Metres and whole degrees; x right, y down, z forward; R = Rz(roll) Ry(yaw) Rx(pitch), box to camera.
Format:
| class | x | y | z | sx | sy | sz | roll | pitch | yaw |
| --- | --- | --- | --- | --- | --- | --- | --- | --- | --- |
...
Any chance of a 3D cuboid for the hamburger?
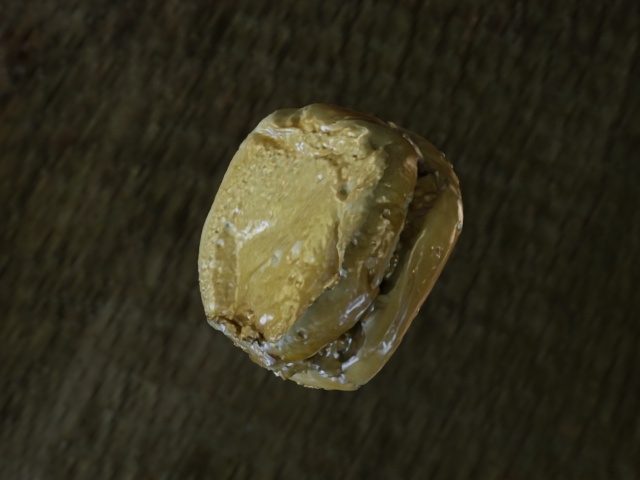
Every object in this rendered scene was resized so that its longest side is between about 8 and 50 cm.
| class | x | y | z | sx | sy | sz | roll | pitch | yaw |
| --- | --- | --- | --- | --- | --- | --- | --- | --- | --- |
| hamburger | 0.001 | -0.002 | 1.101 | 0.108 | 0.214 | 0.213 | 29 | 168 | -29 |
